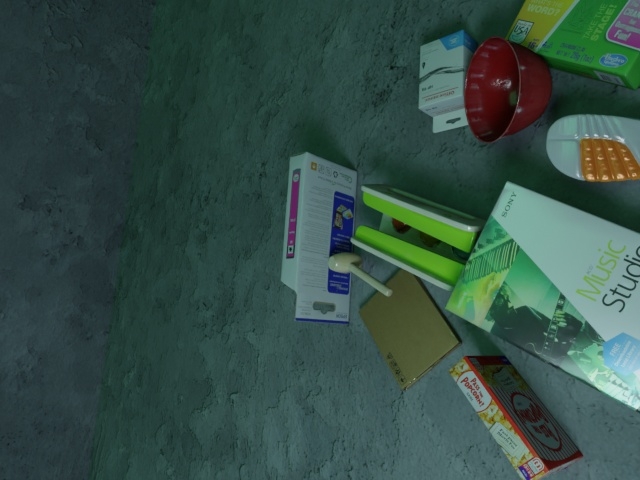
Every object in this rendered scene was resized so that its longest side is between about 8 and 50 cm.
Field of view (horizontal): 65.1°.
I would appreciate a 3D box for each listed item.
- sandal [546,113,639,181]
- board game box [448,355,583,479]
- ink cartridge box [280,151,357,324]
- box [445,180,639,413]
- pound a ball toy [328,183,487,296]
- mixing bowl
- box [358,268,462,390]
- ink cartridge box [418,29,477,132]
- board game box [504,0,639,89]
[{"bbox_3d":[0.491,-0.137,0.772,0.265,0.076,0.102,10,102,25],"label":"sandal"},{"bbox_3d":[0.308,0.275,0.797,0.045,0.146,0.194,-50,51,24],"label":"board game box"},{"bbox_3d":[0.000,0.000,1.143,0.069,0.175,0.371,-8,75,44],"label":"ink cartridge box"},{"bbox_3d":[0.384,0.076,0.761,0.321,0.058,0.233,28,101,26],"label":"box"},{"bbox_3d":[0.178,0.015,1.006,0.319,0.135,0.208,27,113,44],"label":"pound a ball toy"},{"bbox_3d":[0.344,-0.269,0.898,0.181,0.098,0.182,174,90,-78],"label":"mixing bowl"},{"bbox_3d":[0.178,0.177,1.036,0.164,0.021,0.201,-48,50,25],"label":"box"},{"bbox_3d":[0.264,-0.326,1.040,0.104,0.060,0.180,-6,76,43],"label":"ink cartridge box"},{"bbox_3d":[0.492,-0.440,0.838,0.242,0.064,0.317,38,108,43],"label":"board game box"}]
